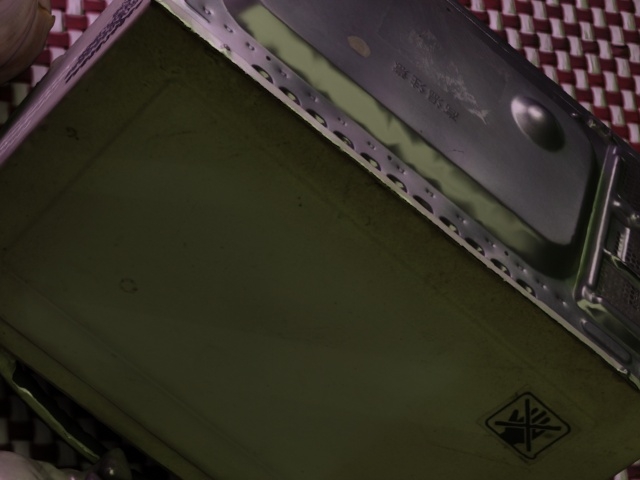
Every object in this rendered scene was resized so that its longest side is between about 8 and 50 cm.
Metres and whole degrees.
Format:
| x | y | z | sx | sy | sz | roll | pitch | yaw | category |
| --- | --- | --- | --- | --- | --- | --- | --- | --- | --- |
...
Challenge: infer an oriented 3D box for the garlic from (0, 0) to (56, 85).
| x | y | z | sx | sy | sz | roll | pitch | yaw | category |
| --- | --- | --- | --- | --- | --- | --- | --- | --- | --- |
| -0.311 | -0.204 | 1.205 | 0.253 | 0.245 | 0.245 | -14 | 74 | 2 | garlic |

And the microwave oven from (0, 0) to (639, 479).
| x | y | z | sx | sy | sz | roll | pitch | yaw | category |
| --- | --- | --- | --- | --- | --- | --- | --- | --- | --- |
| 0.000 | 0.000 | 1.165 | 0.394 | 0.333 | 0.247 | 39 | 35 | -13 | microwave oven |

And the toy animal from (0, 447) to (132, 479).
| x | y | z | sx | sy | sz | roll | pitch | yaw | category |
| --- | --- | --- | --- | --- | --- | --- | --- | --- | --- |
| -0.195 | 0.186 | 1.119 | 0.343 | 0.168 | 0.106 | 40 | 13 | -5 | toy animal |
